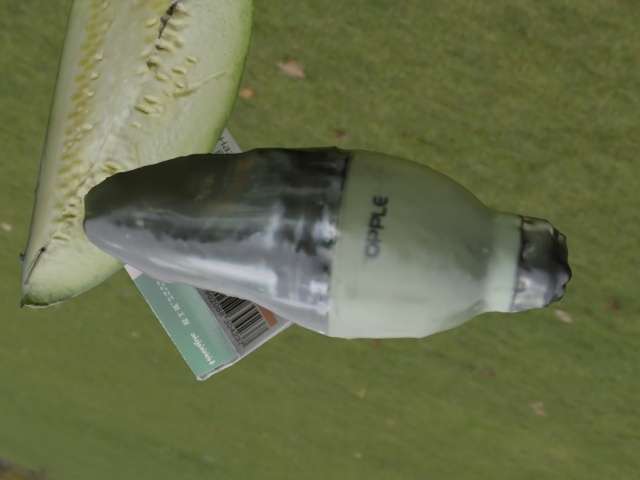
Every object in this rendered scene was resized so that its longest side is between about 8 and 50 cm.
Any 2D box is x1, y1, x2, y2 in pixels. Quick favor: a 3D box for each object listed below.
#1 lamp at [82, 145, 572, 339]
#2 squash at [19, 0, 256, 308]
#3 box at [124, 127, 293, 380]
[{"bbox_3d":[0.000,0.000,0.627,0.250,0.101,0.101,7,164,1],"label":"lamp"},{"bbox_3d":[-0.121,-0.068,0.888,0.169,0.252,0.093,-6,161,45],"label":"squash"},{"bbox_3d":[-0.100,0.006,1.112,0.081,0.135,0.199,-29,93,47],"label":"box"}]
